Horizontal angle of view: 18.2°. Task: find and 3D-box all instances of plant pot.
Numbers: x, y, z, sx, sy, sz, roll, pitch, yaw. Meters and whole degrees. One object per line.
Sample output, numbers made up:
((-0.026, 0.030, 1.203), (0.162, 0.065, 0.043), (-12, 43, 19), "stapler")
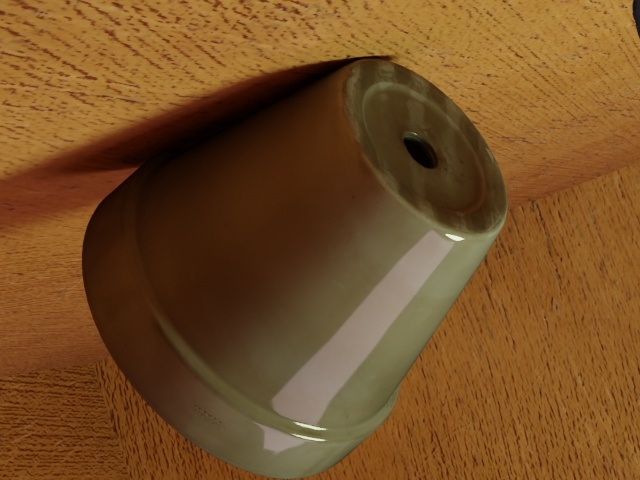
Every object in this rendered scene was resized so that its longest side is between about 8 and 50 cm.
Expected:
((0.000, 0.000, 1.734), (0.280, 0.323, 0.323), (-42, 162, 34), "plant pot")

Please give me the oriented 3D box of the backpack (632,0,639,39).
((0.306, -0.202, 1.600), (0.120, 0.101, 0.098), (-15, 173, 3), "backpack")
